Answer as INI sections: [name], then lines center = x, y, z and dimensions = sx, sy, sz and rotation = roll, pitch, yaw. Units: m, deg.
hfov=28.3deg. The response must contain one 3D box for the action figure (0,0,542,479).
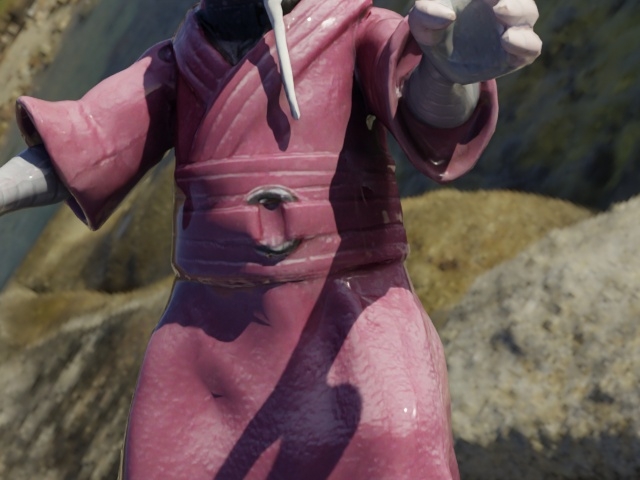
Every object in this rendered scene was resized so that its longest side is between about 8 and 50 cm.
[action figure]
center = 0.000, 0.000, 0.550
dimensions = 0.275, 0.248, 0.370
rotation = -5, -87, -67
